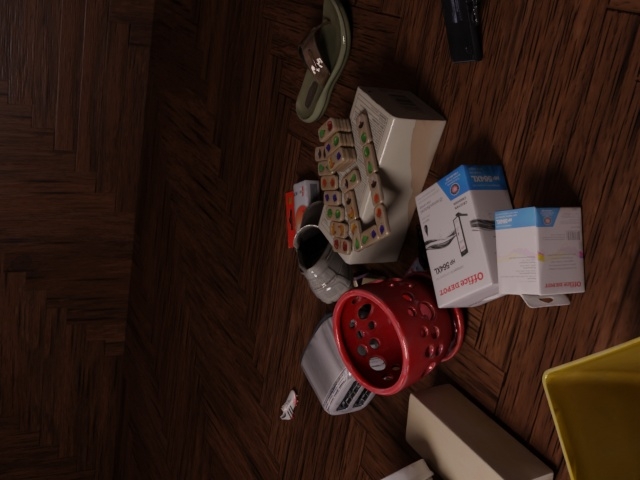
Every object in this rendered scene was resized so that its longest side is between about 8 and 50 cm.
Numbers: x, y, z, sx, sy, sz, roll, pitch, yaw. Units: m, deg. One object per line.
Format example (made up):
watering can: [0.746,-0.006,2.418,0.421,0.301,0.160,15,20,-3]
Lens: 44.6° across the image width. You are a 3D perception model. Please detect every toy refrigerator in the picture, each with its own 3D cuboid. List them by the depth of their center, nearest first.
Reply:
toy refrigerator: [0.254,0.350,1.279,0.269,0.094,0.102,37,130,56]

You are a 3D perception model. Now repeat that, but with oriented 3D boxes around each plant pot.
plant pot: [0.414,0.218,0.877,0.212,0.187,0.212,-40,56,54]
plant pot: [0.145,0.152,1.358,0.191,0.174,0.191,28,126,47]

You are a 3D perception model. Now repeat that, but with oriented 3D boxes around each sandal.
sandal: [-0.009,-0.394,1.732,0.120,0.086,0.302,57,138,44]

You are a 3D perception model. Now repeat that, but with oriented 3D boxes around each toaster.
toaster: [0.048,0.258,1.613,0.146,0.129,0.227,62,141,36]

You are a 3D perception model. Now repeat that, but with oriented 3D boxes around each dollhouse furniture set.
dollhouse furniture set: [0.087,0.117,1.597,0.114,0.091,0.081,3,109,58]

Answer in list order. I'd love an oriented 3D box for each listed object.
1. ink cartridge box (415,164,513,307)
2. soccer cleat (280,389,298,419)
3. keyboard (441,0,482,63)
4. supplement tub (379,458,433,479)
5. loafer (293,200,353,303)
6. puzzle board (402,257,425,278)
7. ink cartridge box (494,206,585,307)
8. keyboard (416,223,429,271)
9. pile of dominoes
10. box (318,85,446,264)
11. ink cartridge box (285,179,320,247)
ink cartridge box: [0.245,-0.004,1.282,0.148,0.086,0.203,-37,59,56]
soccer cleat: [-0.079,0.411,1.944,0.029,0.036,0.083,43,128,53]
keyboard: [0.239,-0.387,1.298,0.108,0.023,0.180,23,129,66]
supplement tub: [0.157,0.546,1.256,0.324,0.235,0.235,62,144,18]
loafer: [0.000,0.000,1.633,0.112,0.111,0.319,-35,30,13]
puzzle board: [0.186,0.111,1.473,0.096,0.011,0.128,-61,40,42]
ink cartridge box: [0.319,0.025,1.141,0.090,0.092,0.143,-4,87,62]
keyboard: [0.205,0.018,1.409,0.100,0.038,0.192,-28,65,59]
pile of dominoes: [0.040,-0.099,1.447,0.196,0.040,0.251,-35,61,56]
box: [0.109,-0.120,1.489,0.148,0.121,0.311,53,136,46]
ink cartridge box: [-0.056,-0.061,1.878,0.179,0.045,0.145,-13,79,58]
